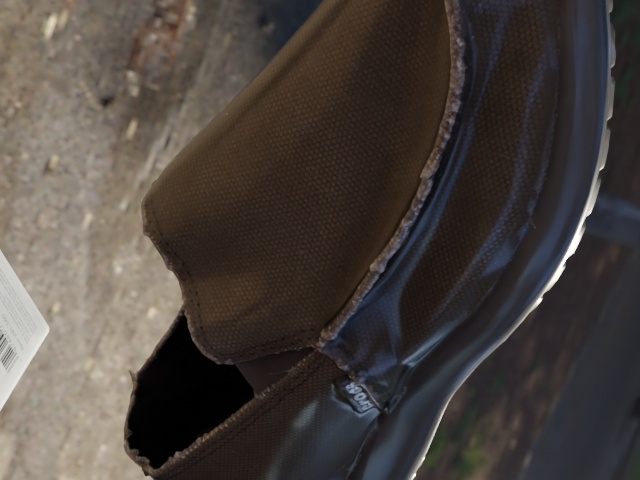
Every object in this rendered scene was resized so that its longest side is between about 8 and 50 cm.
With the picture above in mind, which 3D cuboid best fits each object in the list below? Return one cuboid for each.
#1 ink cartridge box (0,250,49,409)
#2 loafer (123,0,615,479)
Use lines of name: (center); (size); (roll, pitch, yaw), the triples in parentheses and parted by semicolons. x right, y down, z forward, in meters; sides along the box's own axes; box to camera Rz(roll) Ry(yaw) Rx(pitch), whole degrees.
ink cartridge box: (-0.291, 0.069, 1.026); (0.160, 0.092, 0.219); (62, 23, -21)
loafer: (0.000, 0.000, 0.574); (0.134, 0.130, 0.366); (-104, -156, -45)
